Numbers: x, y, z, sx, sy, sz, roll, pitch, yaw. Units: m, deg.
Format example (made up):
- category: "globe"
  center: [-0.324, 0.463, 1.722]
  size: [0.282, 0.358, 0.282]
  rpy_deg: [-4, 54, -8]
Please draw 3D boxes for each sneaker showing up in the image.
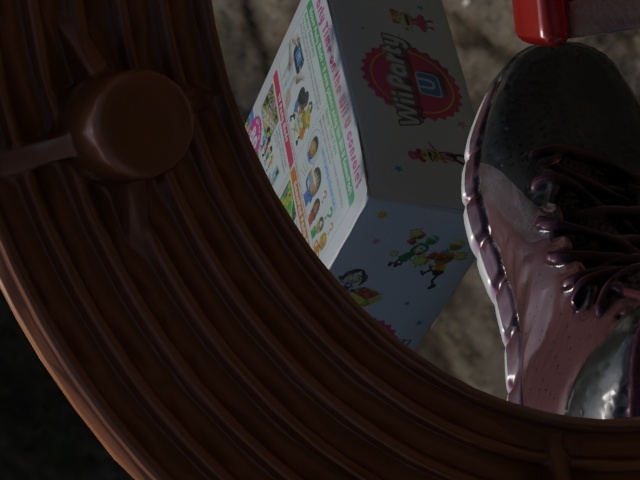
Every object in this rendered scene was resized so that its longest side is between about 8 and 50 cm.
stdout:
- category: "sneaker"
  center: [0.131, 0.011, 0.686]
  size: [0.106, 0.281, 0.162]
  rpy_deg: [4, 152, -12]

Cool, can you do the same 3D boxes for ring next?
- category: "ring"
  center: [0.076, -0.067, 0.393]
  size: [0.336, 0.336, 0.032]
  rpy_deg: [55, 157, -17]

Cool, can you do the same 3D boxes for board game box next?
- category: "board game box"
  center: [0.000, 0.000, 1.179]
  size: [0.303, 0.097, 0.224]
  rpy_deg: [118, 152, -42]

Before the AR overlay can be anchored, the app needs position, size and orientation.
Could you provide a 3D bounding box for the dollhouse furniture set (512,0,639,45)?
- category: "dollhouse furniture set"
  center: [0.050, -0.259, 0.628]
  size: [0.201, 0.152, 0.374]
  rpy_deg: [-88, -7, -82]
